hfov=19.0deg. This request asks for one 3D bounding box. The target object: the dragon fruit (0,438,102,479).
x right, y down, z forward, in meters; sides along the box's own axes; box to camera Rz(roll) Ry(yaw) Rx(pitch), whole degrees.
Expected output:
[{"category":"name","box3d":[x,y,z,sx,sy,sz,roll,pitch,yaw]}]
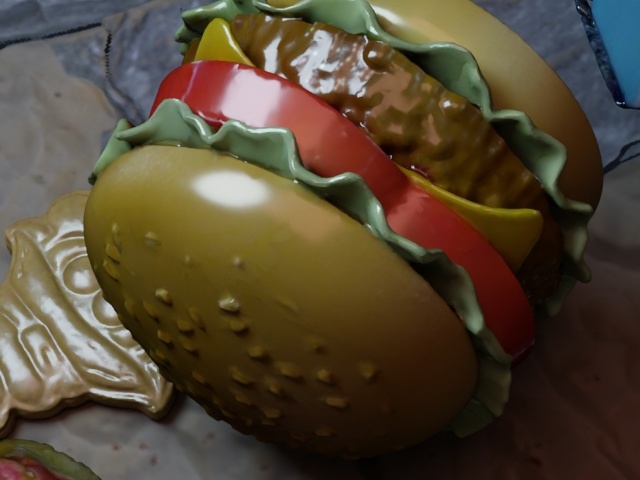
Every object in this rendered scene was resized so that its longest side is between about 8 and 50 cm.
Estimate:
[{"category":"dragon fruit","box3d":[-0.146,0.229,0.915,0.262,0.296,0.314,12,70,9]}]

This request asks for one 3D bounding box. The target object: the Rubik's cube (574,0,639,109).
[{"category":"Rubik's cube","box3d":[0.313,-0.236,1.103,0.368,0.358,0.387,-11,49,-2]}]

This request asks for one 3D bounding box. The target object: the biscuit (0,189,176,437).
[{"category":"biscuit","box3d":[-0.122,0.025,1.176,0.162,0.035,0.250,38,69,19]}]

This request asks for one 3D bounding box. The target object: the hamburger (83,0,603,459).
[{"category":"hamburger","box3d":[0.000,0.000,1.036,0.274,0.274,0.212,27,63,19]}]
